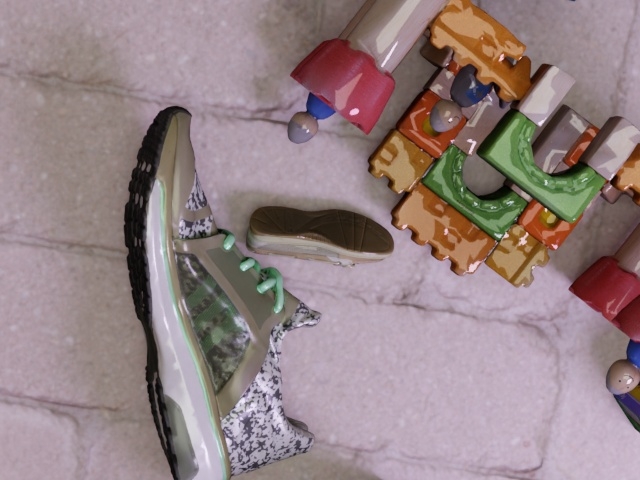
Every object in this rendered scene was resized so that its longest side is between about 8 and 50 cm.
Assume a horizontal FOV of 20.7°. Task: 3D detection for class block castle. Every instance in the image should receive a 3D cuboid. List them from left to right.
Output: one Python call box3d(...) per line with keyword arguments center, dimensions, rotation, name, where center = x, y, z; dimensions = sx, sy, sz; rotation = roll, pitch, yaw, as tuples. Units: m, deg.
box3d(center=(0.178, -0.060, 1.698), dimensions=(0.453, 0.303, 0.213), rotation=(37, 94, -6), name="block castle")

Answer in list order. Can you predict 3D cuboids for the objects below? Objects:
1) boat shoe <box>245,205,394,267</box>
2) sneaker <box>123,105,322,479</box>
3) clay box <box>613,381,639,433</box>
box3d(center=(-0.001, 0.001, 1.823), dimensions=(0.153, 0.056, 0.048), rotation=(6, 140, -8), name="boat shoe")
box3d(center=(-0.095, 0.059, 1.787), dimensions=(0.182, 0.158, 0.410), rotation=(-10, 104, -13), name="sneaker")
box3d(center=(0.423, 0.132, 1.824), dimensions=(0.222, 0.127, 0.053), rotation=(-34, 98, 0), name="clay box")
